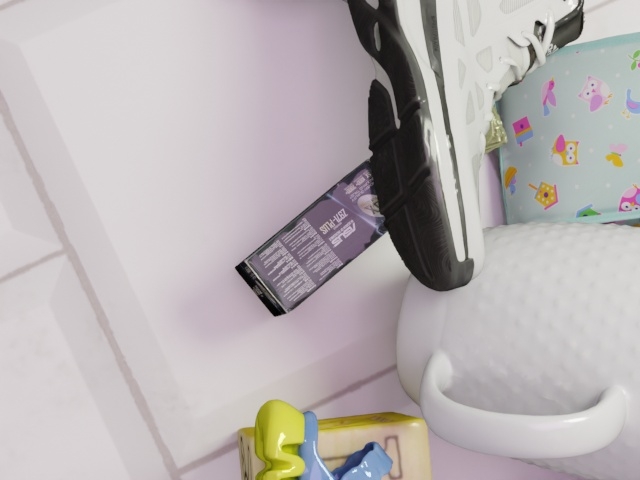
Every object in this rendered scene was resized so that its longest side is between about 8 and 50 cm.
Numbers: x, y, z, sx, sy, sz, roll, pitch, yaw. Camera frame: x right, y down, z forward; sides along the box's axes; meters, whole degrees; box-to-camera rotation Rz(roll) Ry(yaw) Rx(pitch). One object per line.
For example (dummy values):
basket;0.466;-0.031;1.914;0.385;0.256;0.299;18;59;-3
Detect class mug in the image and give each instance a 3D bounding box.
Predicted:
mug;0.243;0.129;1.611;0.328;0.374;0.276;8;113;22

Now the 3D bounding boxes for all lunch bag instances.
lunch bag;0.328;-0.119;1.751;0.262;0.160;0.223;-7;87;26

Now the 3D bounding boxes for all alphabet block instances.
alphabet block;0.017;0.297;1.666;0.193;0.192;0.197;-5;88;-10

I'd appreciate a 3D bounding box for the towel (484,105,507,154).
towel;0.147;-0.160;1.780;0.110;0.027;0.148;-22;87;18

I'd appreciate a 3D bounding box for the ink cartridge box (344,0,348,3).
ink cartridge box;0.108;-0.339;1.783;0.127;0.072;0.175;31;82;-5

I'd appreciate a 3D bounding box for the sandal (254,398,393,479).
sandal;0.006;0.318;1.510;0.138;0.126;0.317;1;87;-11

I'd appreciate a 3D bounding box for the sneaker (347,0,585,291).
sneaker;0.184;-0.173;1.618;0.257;0.169;0.448;-4;76;-17

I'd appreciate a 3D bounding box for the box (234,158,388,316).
box;0.000;0.000;1.705;0.180;0.147;0.077;-40;91;-9
